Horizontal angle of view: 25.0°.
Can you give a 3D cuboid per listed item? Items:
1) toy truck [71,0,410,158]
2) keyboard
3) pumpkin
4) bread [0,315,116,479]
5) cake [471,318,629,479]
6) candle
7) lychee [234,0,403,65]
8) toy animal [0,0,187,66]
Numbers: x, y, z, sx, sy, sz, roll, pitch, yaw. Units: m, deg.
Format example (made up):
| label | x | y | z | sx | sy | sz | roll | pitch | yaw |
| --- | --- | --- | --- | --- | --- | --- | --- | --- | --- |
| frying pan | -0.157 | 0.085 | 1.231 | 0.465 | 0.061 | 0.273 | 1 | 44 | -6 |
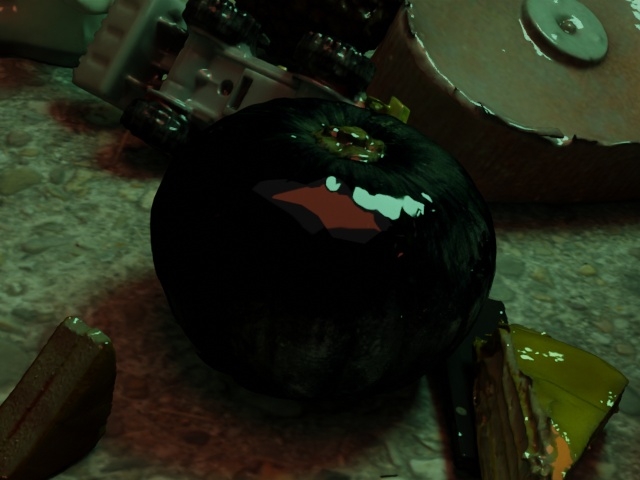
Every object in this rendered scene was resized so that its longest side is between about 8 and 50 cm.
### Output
| label | x | y | z | sx | sy | sz | roll | pitch | yaw |
| --- | --- | --- | --- | --- | --- | --- | --- | --- | --- |
| toy truck | -0.061 | -0.110 | 1.140 | 0.286 | 0.136 | 0.111 | 28 | -2 | 30 |
| keyboard | 0.107 | 0.092 | 0.972 | 0.060 | 0.018 | 0.195 | 14 | 31 | -10 |
| pumpkin | 0.000 | 0.000 | 0.946 | 0.233 | 0.163 | 0.233 | 9 | 30 | -5 |
| bread | -0.153 | 0.103 | 0.844 | 0.043 | 0.062 | 0.109 | 31 | 79 | 31 |
| cake | 0.123 | 0.096 | 0.886 | 0.116 | 0.079 | 0.185 | 38 | 38 | 18 |
| candle | 0.195 | -0.141 | 1.241 | 0.287 | 0.131 | 0.317 | 32 | 48 | 1 |
| lychee | 0.001 | -0.245 | 1.305 | 0.188 | 0.188 | 0.188 | 8 | 32 | -5 |
| toy animal | -0.182 | -0.282 | 1.258 | 0.174 | 0.289 | 0.249 | 19 | 53 | 9 |
